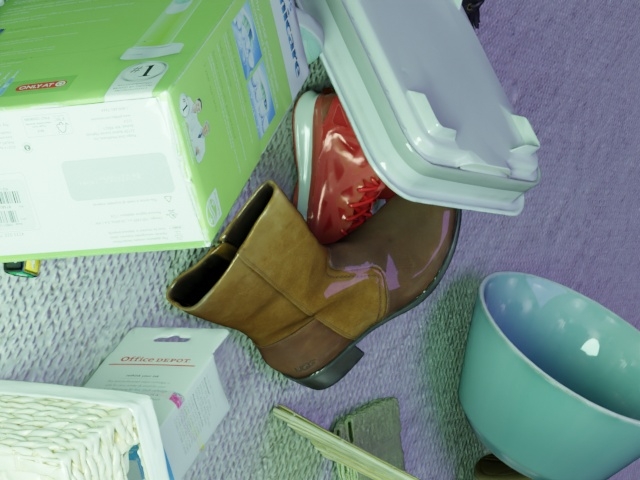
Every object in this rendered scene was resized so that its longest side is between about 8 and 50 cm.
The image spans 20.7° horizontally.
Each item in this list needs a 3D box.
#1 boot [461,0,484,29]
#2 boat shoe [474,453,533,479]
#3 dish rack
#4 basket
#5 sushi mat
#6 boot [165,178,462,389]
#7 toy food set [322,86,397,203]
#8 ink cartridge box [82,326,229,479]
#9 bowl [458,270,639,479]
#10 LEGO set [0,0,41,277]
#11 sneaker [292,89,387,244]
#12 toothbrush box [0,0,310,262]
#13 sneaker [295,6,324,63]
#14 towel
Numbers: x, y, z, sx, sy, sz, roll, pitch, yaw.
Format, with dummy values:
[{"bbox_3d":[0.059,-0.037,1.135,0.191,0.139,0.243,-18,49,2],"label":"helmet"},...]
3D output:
[{"bbox_3d":[0.221,-0.313,2.083,0.091,0.229,0.263,-65,144,-42],"label":"boot"},{"bbox_3d":[0.293,0.344,2.356,0.342,0.123,0.123,4,84,-70],"label":"boat shoe"},{"bbox_3d":[0.104,-0.188,1.809,0.285,0.072,0.333,7,54,-53],"label":"dish rack"},{"bbox_3d":[-0.206,0.174,1.270,0.103,0.167,0.113,-34,120,-54],"label":"basket"},{"bbox_3d":[0.100,0.249,1.747,0.019,0.316,0.151,-59,145,-11],"label":"sushi mat"},{"bbox_3d":[0.000,0.000,1.696,0.264,0.096,0.280,-44,145,3],"label":"boot"},{"bbox_3d":[0.069,-0.095,1.958,0.232,0.104,0.111,72,12,-68],"label":"toy food set"},{"bbox_3d":[-0.147,0.146,1.456,0.181,0.104,0.062,-55,137,-50],"label":"ink cartridge box"},{"bbox_3d":[0.298,0.194,2.216,0.163,0.311,0.311,-61,164,24],"label":"bowl"},{"bbox_3d":[-0.257,-0.073,1.292,0.182,0.060,0.244,-33,119,-56],"label":"LEGO set"},{"bbox_3d":[0.043,-0.047,1.825,0.087,0.128,0.221,-33,118,-60],"label":"sneaker"},{"bbox_3d":[-0.147,-0.106,1.269,0.283,0.206,0.122,-67,148,-56],"label":"toothbrush box"},{"bbox_3d":[-0.083,-0.143,1.603,0.256,0.094,0.151,2,82,-54],"label":"sneaker"},{"bbox_3d":[0.055,0.236,1.964,0.148,0.027,0.110,-19,105,-62],"label":"towel"}]
